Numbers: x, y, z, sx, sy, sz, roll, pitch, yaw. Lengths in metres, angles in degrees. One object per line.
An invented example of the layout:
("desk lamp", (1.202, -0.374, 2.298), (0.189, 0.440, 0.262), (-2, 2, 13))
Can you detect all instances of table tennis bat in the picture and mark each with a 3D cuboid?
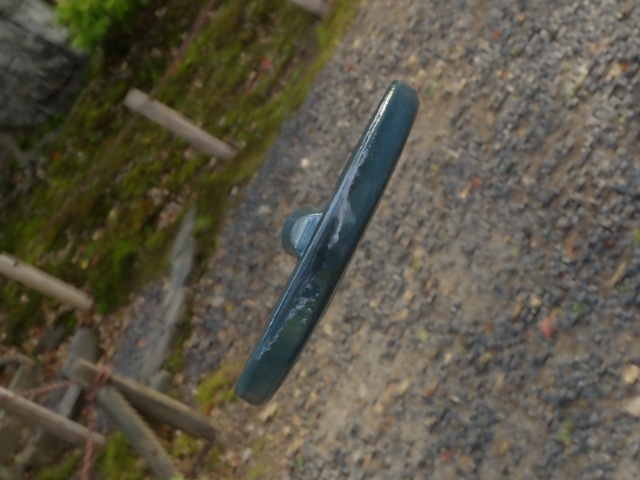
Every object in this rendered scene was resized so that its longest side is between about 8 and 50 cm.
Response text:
("table tennis bat", (0.000, 0.000, 0.769), (0.215, 0.044, 0.329), (-64, 3, 0))
